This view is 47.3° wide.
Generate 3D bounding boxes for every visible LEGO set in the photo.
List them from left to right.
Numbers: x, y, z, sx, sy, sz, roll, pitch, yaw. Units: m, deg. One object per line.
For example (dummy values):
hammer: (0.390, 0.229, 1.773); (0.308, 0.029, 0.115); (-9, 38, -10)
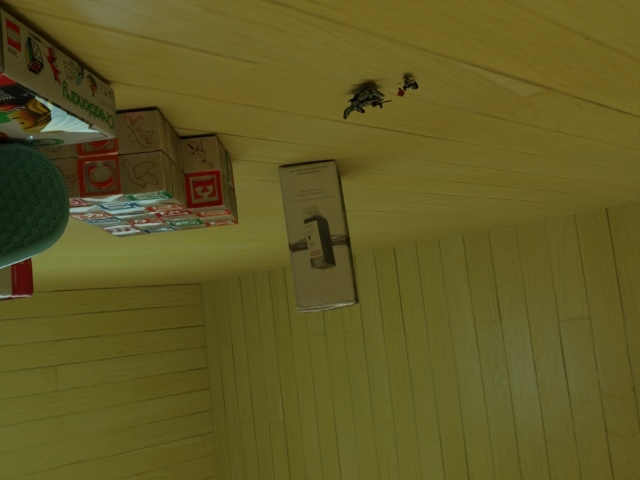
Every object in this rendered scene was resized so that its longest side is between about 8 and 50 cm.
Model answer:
LEGO set: (0.057, -0.151, 0.745); (0.083, 0.023, 0.054); (-20, 174, 7)

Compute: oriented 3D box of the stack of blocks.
stack of blocks: (-0.202, -0.072, 0.877); (0.171, 0.087, 0.297); (-6, 174, 0)

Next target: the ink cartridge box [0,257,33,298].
ink cartridge box: (-0.723, 0.057, 1.350); (0.226, 0.131, 0.306); (-7, 172, 14)

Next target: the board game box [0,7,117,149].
board game box: (-0.344, -0.105, 0.579); (0.305, 0.053, 0.193); (-7, 175, 6)

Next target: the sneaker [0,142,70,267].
sneaker: (-0.389, 0.012, 0.594); (0.208, 0.127, 0.319); (-8, -172, 42)

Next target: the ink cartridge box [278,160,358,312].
ink cartridge box: (0.000, 0.000, 1.138); (0.092, 0.217, 0.158); (-7, 174, 5)
